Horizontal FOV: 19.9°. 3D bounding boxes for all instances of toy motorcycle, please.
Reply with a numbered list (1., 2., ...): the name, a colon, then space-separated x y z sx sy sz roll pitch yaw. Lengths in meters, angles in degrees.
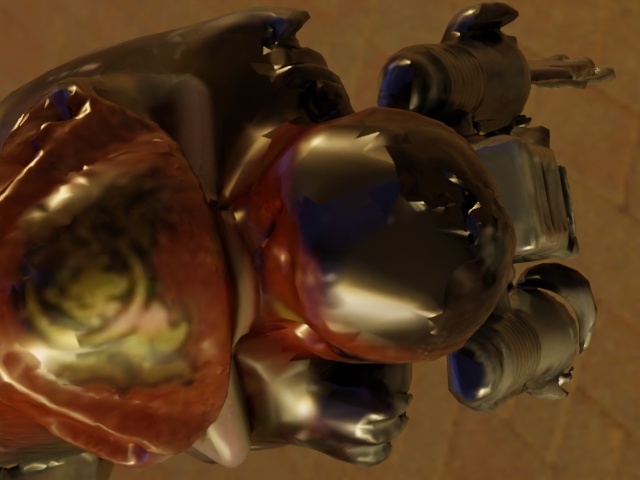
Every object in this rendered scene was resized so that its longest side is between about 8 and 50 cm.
1. toy motorcycle: 0.000 0.000 0.541 0.207 0.401 0.134 -15 87 31
